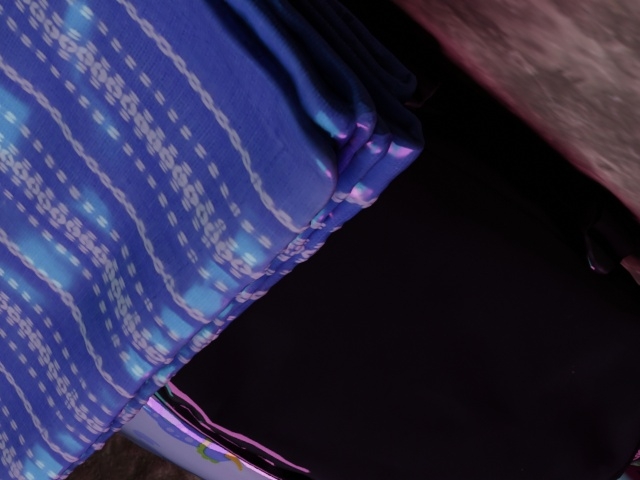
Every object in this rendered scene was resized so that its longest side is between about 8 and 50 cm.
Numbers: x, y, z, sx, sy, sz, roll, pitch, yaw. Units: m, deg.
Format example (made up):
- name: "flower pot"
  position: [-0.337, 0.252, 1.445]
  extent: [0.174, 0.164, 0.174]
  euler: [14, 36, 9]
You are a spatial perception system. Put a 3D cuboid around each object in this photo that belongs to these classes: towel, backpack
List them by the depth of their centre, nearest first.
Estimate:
- name: "towel"
  position: [-0.129, -0.041, 0.486]
  extent: [0.243, 0.040, 0.336]
  euler: [46, 142, 0]
- name: "backpack"
  position: [-0.039, 0.009, 0.732]
  extent: [0.290, 0.273, 0.355]
  euler: [32, -170, -26]

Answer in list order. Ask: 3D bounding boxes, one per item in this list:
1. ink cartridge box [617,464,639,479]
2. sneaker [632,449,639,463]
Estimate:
- name: "ink cartridge box"
  position: [0.253, 0.184, 0.719]
  extent: [0.175, 0.069, 0.371]
  euler: [11, -173, -13]
- name: "sneaker"
  position: [0.259, 0.158, 1.154]
  extent: [0.057, 0.047, 0.119]
  euler: [21, 171, 27]
